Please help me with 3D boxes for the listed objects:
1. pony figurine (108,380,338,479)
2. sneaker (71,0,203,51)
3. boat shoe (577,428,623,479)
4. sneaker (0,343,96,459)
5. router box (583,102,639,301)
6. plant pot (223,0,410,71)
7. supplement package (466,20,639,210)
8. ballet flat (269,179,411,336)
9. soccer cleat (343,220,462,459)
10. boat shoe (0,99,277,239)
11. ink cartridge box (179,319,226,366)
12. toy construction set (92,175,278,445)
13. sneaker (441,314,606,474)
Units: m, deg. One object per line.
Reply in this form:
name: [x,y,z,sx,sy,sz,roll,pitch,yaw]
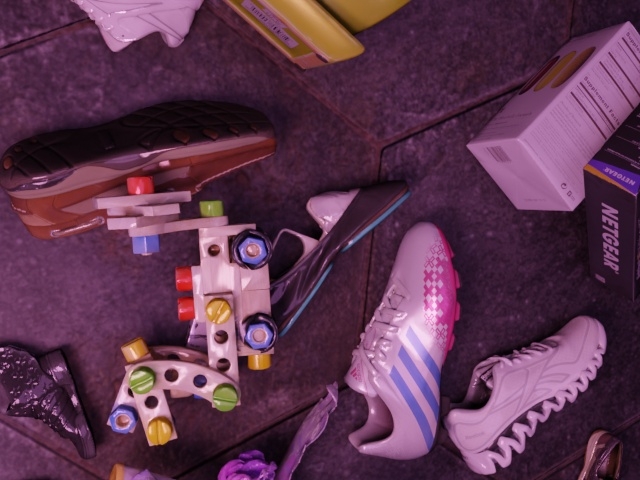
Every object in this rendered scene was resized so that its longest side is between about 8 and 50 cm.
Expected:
pony figurine: [-0.089,0.372,0.958,0.363,0.303,0.351,14,121,-22]
sneaker: [-0.252,-0.284,0.921,0.232,0.090,0.115,10,110,-28]
boat shoe: [0.438,0.375,1.223,0.056,0.049,0.152,6,92,-19]
sneaker: [-0.340,0.198,0.953,0.089,0.051,0.170,-19,94,-17]
router box: [0.480,-0.084,1.103,0.243,0.081,0.309,-47,146,-11]
plant pot: [-0.003,-0.339,0.947,0.228,0.227,0.207,38,88,-17]
supplement package: [0.357,-0.173,1.116,0.244,0.139,0.134,-46,106,-12]
ballet flat: [0.000,0.000,1.034,0.096,0.095,0.280,43,80,-4]
soccer cleat: [0.106,0.138,1.062,0.143,0.116,0.331,1,93,-19]
boat shoe: [-0.214,-0.084,0.953,0.324,0.122,0.120,-14,128,-15]
ink cartridge box: [-0.151,0.132,1.021,0.048,0.028,0.083,15,89,-18]
toy construction set: [-0.160,0.074,0.924,0.215,0.151,0.328,-4,110,-6]
sneaker: [0.299,0.203,1.143,0.292,0.110,0.118,-42,96,-12]
